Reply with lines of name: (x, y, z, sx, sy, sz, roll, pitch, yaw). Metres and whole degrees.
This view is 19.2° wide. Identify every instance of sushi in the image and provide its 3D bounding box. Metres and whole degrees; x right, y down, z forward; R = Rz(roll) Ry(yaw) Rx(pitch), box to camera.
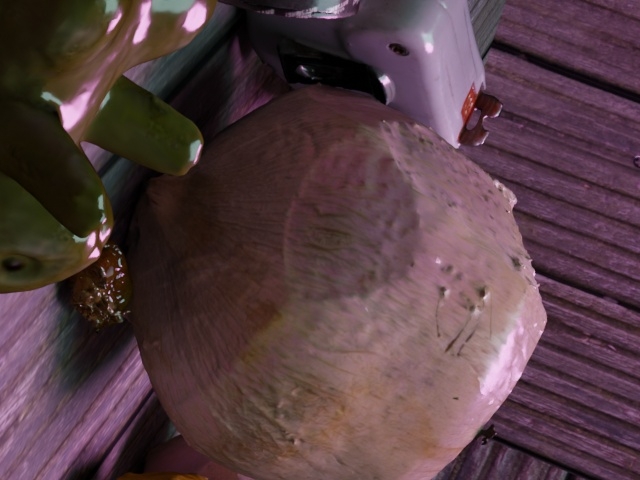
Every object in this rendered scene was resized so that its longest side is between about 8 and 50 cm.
sushi: (-0.195, 0.040, 1.635, 0.060, 0.061, 0.118, -53, 145, -29)

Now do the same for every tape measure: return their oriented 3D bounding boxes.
tape measure: (0.044, -0.196, 1.864, 0.243, 0.246, 0.125, 68, 42, -61)

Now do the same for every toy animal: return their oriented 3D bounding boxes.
toy animal: (-0.171, -0.050, 1.124, 0.181, 0.180, 0.363, -28, 138, -66)

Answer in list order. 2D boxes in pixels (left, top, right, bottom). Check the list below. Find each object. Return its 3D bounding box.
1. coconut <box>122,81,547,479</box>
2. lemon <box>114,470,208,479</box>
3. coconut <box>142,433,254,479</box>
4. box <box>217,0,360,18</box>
coconut: (-0.016, 0.039, 1.805, 0.404, 0.405, 0.404, 22, 90, -81)
lemon: (-0.178, 0.367, 1.948, 0.288, 0.233, 0.233, -60, 169, -27)
coconut: (-0.058, 0.338, 2.188, 0.309, 0.297, 0.297, -26, -160, 35)
box: (-0.032, -0.268, 1.583, 0.151, 0.151, 0.135, -44, 145, -69)
